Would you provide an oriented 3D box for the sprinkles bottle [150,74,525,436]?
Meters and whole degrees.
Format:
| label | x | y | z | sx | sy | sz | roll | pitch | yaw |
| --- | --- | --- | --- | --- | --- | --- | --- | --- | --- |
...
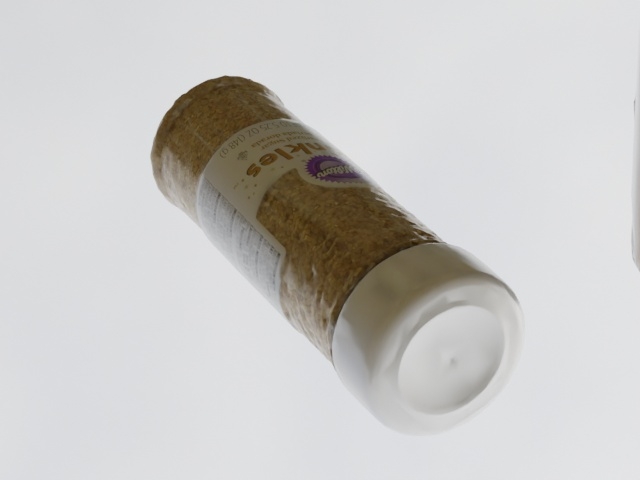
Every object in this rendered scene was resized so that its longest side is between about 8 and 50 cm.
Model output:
| label | x | y | z | sx | sy | sz | roll | pitch | yaw |
| --- | --- | --- | --- | --- | --- | --- | --- | --- | --- |
| sprinkles bottle | 0.000 | 0.000 | 1.256 | 0.121 | 0.121 | 0.355 | -31 | -142 | -13 |

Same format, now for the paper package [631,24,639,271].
| label | x | y | z | sx | sy | sz | roll | pitch | yaw |
| --- | --- | --- | --- | --- | --- | --- | --- | --- | --- |
| paper package | 0.360 | -0.109 | 1.144 | 0.310 | 0.325 | 0.168 | 4 | -121 | 12 |
